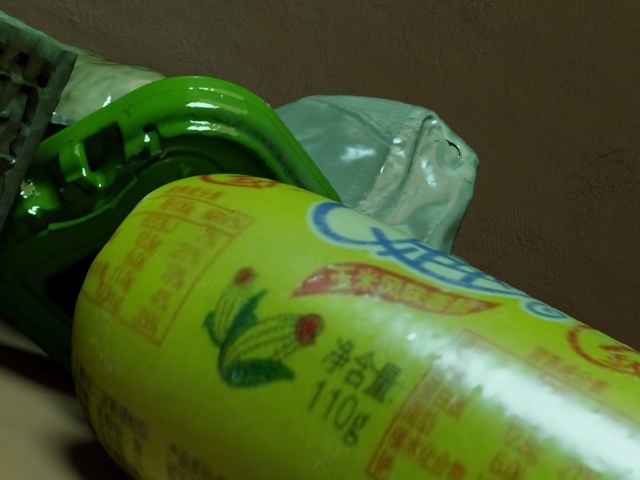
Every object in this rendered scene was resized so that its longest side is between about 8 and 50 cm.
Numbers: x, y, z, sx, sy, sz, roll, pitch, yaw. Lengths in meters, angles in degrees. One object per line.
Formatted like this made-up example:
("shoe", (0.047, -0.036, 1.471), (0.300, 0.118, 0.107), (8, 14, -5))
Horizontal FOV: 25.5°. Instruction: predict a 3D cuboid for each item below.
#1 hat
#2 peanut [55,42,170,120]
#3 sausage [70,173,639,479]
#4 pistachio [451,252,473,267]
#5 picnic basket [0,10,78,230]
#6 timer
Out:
("hat", (-0.052, -0.039, 0.694), (0.244, 0.149, 0.214), (38, -33, -26))
("peanut", (-0.209, -0.107, 1.272), (0.224, 0.129, 0.129), (19, 0, 22))
("sausage", (0.051, 0.078, 0.445), (0.347, 0.123, 0.123), (27, 4, 27))
("pistachio", (0.079, 0.055, 1.228), (0.113, 0.113, 0.149), (29, 20, 38))
("picnic basket", (-0.222, -0.067, 0.526), (0.196, 0.134, 0.154), (30, 7, 40))
("timer", (-0.064, 0.004, 0.567), (0.128, 0.140, 0.047), (51, 19, -37))
